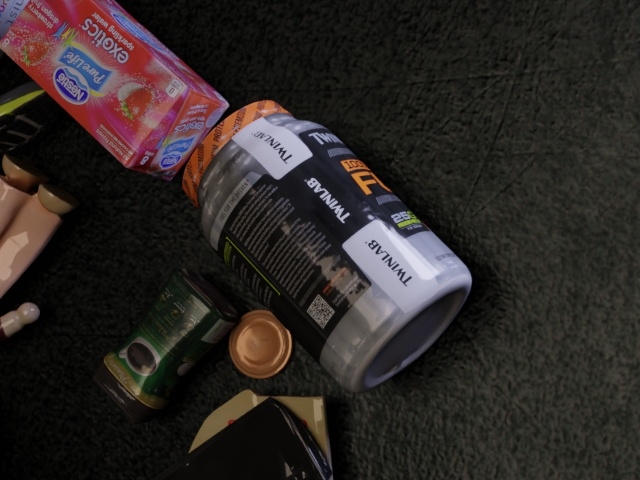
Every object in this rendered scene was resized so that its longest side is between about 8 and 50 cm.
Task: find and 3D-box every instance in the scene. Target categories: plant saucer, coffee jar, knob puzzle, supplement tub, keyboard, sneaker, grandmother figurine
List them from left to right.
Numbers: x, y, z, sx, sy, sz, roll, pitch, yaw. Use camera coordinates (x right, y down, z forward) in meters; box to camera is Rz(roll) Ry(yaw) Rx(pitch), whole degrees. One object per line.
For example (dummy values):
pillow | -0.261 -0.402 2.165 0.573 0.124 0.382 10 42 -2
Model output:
sneaker | -0.479 -0.163 1.774 0.300 0.111 0.121 -17 75 17
grandmother figurine | -0.459 0.056 1.747 0.208 0.104 0.342 37 96 30
coffee jar | -0.190 0.130 1.640 0.096 0.079 0.184 44 100 19
keyboard | -0.110 0.341 1.593 0.317 0.033 0.201 -37 73 24
knob puzzle | -0.072 0.269 1.601 0.213 0.030 0.213 3 96 24
plant saucer | -0.073 0.125 1.630 0.084 0.013 0.083 -2 84 21
supplement tub | 0.000 0.000 1.518 0.316 0.193 0.193 46 101 18

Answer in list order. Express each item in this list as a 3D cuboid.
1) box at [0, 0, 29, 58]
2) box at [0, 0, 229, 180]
box | -0.549 -0.349 1.751 0.262 0.231 0.126 31 97 22
box | -0.257 -0.205 1.678 0.257 0.123 0.128 43 101 20
